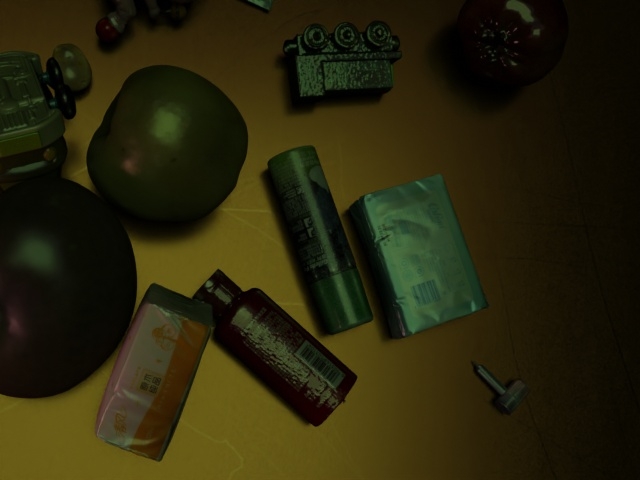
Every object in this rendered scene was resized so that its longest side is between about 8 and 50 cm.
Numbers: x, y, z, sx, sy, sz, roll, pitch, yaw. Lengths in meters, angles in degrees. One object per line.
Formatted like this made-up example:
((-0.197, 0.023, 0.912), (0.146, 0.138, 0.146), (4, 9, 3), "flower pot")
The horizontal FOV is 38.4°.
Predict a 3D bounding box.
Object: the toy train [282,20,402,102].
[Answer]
((0.044, -0.329, 1.706), (0.225, 0.090, 0.137), (-6, 88, -14), "toy train")

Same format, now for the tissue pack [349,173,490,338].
((0.176, 0.029, 1.669), (0.177, 0.089, 0.263), (-17, 82, -16), "tissue pack")

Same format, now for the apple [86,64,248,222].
((-0.255, -0.157, 1.530), (0.262, 0.262, 0.262), (2, 79, -12), "apple")

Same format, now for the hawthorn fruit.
((0.378, -0.414, 1.746), (0.208, 0.208, 0.248), (43, 50, -2), "hawthorn fruit")

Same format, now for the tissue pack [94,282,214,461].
((-0.261, 0.201, 1.458), (0.124, 0.185, 0.225), (21, 94, -8), "tissue pack")

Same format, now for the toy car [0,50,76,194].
((-0.502, -0.174, 1.508), (0.204, 0.198, 0.248), (-16, 46, -17), "toy car")

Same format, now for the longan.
((-0.428, 0.076, 1.436), (0.288, 0.288, 0.350), (10, 90, -11), "longan")

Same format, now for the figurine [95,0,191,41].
((-0.304, -0.483, 1.639), (0.287, 0.176, 0.186), (-35, 131, -1), "figurine")

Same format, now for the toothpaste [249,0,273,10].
((-0.077, -0.580, 1.745), (0.074, 0.048, 0.297), (22, 79, -7), "toothpaste")

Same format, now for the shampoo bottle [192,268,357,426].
((-0.084, 0.179, 1.588), (0.314, 0.076, 0.118), (42, 75, -2), "shampoo bottle")

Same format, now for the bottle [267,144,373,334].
((0.000, 0.000, 1.631), (0.093, 0.093, 0.330), (-18, 85, -15), "bottle")

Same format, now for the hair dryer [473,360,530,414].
((0.325, 0.259, 1.690), (0.114, 0.037, 0.063), (44, 72, 5), "hair dryer")

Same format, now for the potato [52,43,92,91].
((-0.436, -0.301, 1.604), (0.068, 0.062, 0.083), (-21, 110, -44), "potato")
